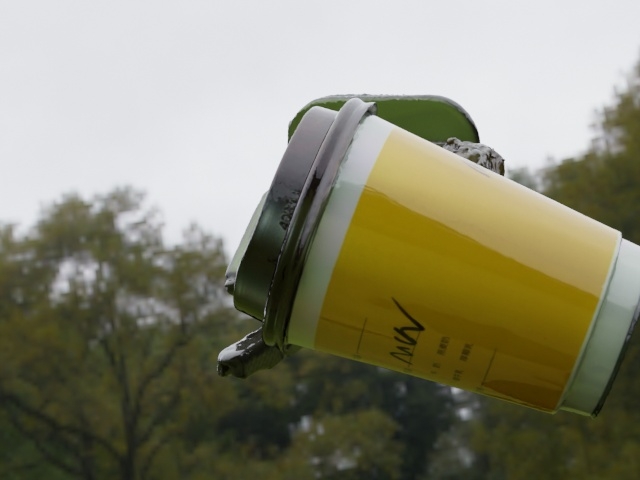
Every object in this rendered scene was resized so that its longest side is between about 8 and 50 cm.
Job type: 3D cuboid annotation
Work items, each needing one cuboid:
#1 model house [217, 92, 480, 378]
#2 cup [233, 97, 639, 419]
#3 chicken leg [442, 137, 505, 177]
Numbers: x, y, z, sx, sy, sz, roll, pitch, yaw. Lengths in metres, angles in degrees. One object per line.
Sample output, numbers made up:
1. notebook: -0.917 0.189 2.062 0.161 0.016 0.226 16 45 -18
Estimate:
1. model house: 0.000 0.000 1.300 0.204 0.219 0.278 1 14 31
2. cup: 0.088 0.020 1.090 0.279 0.196 0.196 20 -9 7
3. chicken leg: 0.096 0.011 1.238 0.085 0.198 0.069 18 -9 -41
